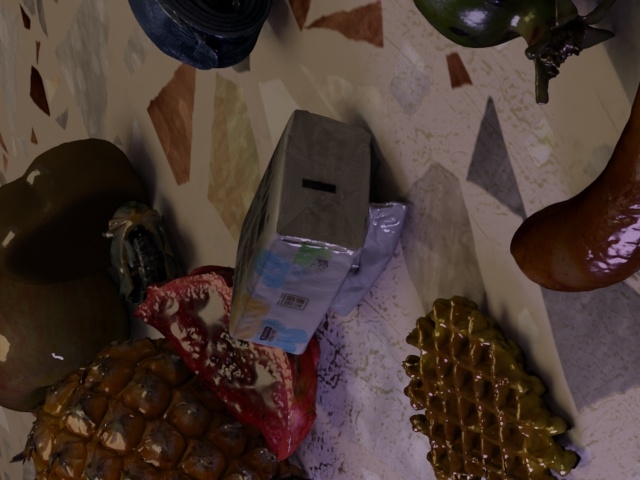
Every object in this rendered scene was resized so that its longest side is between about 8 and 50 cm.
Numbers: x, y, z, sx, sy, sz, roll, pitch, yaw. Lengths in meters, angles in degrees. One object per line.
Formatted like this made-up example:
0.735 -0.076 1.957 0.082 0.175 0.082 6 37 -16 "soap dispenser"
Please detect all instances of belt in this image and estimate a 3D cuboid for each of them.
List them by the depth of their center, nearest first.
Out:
-0.132 -0.273 1.798 0.190 0.141 0.082 61 154 18 "belt"

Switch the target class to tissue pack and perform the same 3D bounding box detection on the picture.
0.000 0.000 1.737 0.229 0.145 0.159 118 162 -55 "tissue pack"

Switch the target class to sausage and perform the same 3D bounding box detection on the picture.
0.234 -0.035 1.280 0.302 0.076 0.103 119 136 -56 "sausage"

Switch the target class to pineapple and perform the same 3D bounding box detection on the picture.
-0.205 0.298 2.055 0.300 0.352 0.352 48 146 29 "pineapple"

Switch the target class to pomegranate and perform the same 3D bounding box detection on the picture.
0.146 -0.208 1.283 0.169 0.148 0.148 38 139 35 "pomegranate"

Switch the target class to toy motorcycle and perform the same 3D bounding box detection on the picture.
-0.246 0.025 2.290 0.229 0.094 0.130 112 141 -71 "toy motorcycle"

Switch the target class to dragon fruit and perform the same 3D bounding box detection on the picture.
-0.063 0.097 1.931 0.262 0.134 0.211 46 135 17 "dragon fruit"

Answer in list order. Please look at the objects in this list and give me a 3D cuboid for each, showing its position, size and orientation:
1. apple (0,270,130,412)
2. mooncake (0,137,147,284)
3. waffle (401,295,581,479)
-0.419 0.127 2.503 0.234 0.256 0.257 68 155 20 "apple"
-0.351 -0.038 2.314 0.117 0.234 0.235 57 151 25 "mooncake"
0.153 0.168 1.602 0.232 0.051 0.229 63 154 21 "waffle"
